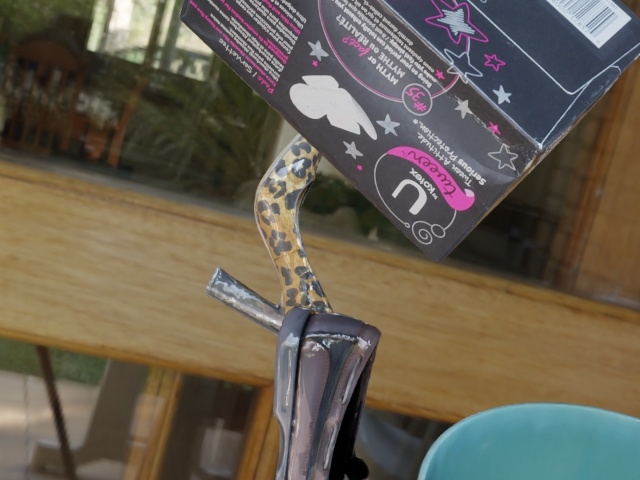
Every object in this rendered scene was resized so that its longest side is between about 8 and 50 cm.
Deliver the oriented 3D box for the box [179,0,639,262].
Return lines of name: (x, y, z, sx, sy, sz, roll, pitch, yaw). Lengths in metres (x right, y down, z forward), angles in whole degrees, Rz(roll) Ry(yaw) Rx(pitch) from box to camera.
box: (0.058, -0.141, 0.659, 0.247, 0.142, 0.163, 44, 54, 6)

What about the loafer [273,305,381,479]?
loafer: (0.008, 0.211, 0.976, 0.095, 0.302, 0.109, 5, 21, 13)

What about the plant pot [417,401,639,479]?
plant pot: (0.187, 0.296, 0.718, 0.293, 0.235, 0.293, 9, 26, -5)

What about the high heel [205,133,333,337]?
high heel: (0.000, 0.000, 1.210, 0.186, 0.261, 0.093, 29, 4, 9)
